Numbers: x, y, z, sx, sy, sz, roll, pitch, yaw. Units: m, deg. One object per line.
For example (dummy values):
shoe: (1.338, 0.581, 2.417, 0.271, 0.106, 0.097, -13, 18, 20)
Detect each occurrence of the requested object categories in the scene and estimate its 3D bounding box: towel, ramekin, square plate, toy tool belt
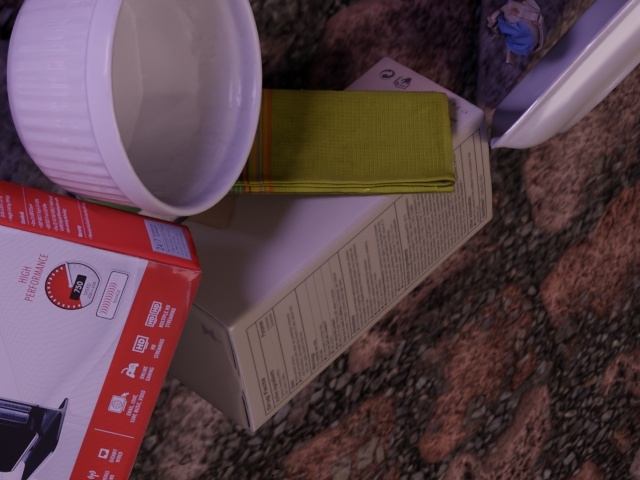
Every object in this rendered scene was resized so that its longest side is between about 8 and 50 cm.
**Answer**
towel: (-0.009, -0.085, 1.627, 0.237, 0.102, 0.021, 0, 150, -6)
ramekin: (-0.141, -0.123, 1.481, 0.207, 0.109, 0.207, -9, 100, -60)
square plate: (0.289, -0.211, 1.782, 0.347, 0.049, 0.344, -45, -177, 11)
toy tool belt: (0.183, -0.206, 1.879, 0.051, 0.052, 0.083, -53, 145, -14)

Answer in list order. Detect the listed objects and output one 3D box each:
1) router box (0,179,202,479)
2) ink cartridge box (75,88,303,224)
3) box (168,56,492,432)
router box: (-0.284, 0.115, 1.486, 0.301, 0.082, 0.335, 13, 113, -18)
ink cartridge box: (-0.101, -0.047, 1.684, 0.209, 0.062, 0.109, -40, 143, -25)
box: (0.000, 0.000, 1.686, 0.311, 0.121, 0.148, -39, 145, -26)
